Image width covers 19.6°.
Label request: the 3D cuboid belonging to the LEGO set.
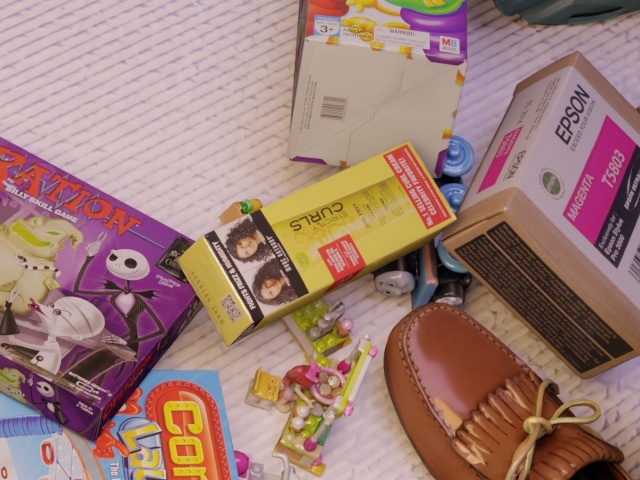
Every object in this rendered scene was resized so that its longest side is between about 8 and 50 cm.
[{"bbox_3d":[-0.016,0.079,1.575,0.132,0.107,0.287,7,61,-15],"label":"LEGO set"}]

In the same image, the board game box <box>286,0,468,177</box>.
[{"bbox_3d":[0.053,-0.208,1.682,0.142,0.144,0.275,7,46,-4],"label":"board game box"}]

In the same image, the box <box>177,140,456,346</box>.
[{"bbox_3d":[0.000,0.000,1.538,0.232,0.058,0.087,-24,81,-35],"label":"box"}]

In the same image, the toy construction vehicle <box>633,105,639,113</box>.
[{"bbox_3d":[0.298,-0.097,1.814,0.098,0.035,0.086,33,58,1],"label":"toy construction vehicle"}]

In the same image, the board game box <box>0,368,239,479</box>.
[{"bbox_3d":[-0.207,0.240,1.395,0.302,0.086,0.308,1,48,-18],"label":"board game box"}]

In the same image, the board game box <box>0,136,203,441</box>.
[{"bbox_3d":[-0.275,0.006,1.507,0.347,0.056,0.208,27,40,9],"label":"board game box"}]

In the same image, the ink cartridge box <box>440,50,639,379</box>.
[{"bbox_3d":[0.235,-0.025,1.676,0.193,0.088,0.234,43,48,-16],"label":"ink cartridge box"}]

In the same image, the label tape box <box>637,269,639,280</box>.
[{"bbox_3d":[0.345,0.213,1.513,0.334,0.106,0.240,39,25,-17],"label":"label tape box"}]

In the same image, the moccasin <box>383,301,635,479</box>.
[{"bbox_3d":[0.195,0.205,1.553,0.139,0.147,0.380,-26,74,-28],"label":"moccasin"}]

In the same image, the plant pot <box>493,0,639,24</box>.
[{"bbox_3d":[0.253,-0.411,1.817,0.341,0.341,0.334,-7,74,-21],"label":"plant pot"}]

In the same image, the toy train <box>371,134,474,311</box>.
[{"bbox_3d":[0.087,-0.022,1.684,0.105,0.080,0.184,1,64,-8],"label":"toy train"}]
